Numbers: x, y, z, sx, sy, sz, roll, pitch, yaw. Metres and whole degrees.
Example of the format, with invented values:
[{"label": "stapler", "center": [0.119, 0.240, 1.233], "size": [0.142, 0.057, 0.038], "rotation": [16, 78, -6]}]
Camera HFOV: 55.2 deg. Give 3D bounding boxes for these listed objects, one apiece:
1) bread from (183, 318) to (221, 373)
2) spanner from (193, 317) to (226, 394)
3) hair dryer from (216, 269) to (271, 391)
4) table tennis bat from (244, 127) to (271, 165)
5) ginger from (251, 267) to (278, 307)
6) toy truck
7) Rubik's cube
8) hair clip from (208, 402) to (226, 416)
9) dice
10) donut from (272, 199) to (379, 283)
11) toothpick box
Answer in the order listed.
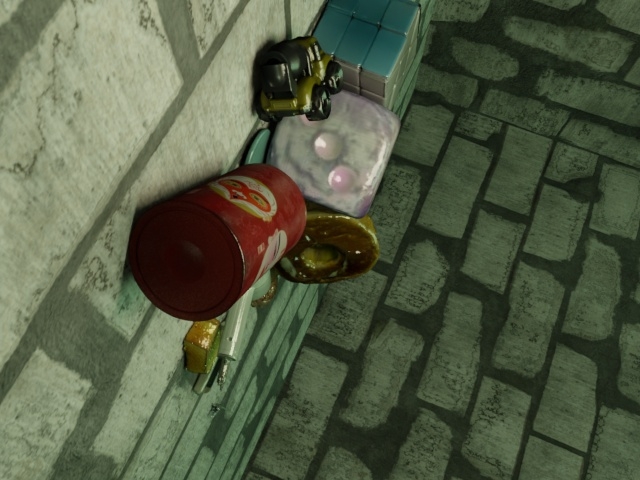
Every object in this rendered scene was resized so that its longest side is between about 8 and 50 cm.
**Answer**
[{"label": "bread", "center": [-0.284, 0.258, 1.495], "size": [0.187, 0.065, 0.103], "rotation": [104, 6, -46]}, {"label": "spanner", "center": [-0.265, 0.273, 1.699], "size": [0.095, 0.040, 0.325], "rotation": [58, 55, -78]}, {"label": "hair dryer", "center": [-0.205, 0.191, 1.490], "size": [0.173, 0.107, 0.357], "rotation": [91, 11, -64]}, {"label": "table tennis bat", "center": [-0.157, -0.153, 1.364], "size": [0.244, 0.040, 0.153], "rotation": [-65, 172, -47]}, {"label": "ginger", "center": [-0.133, 0.094, 1.897], "size": [0.084, 0.122, 0.290], "rotation": [55, 54, -41]}, {"label": "toy truck", "center": [-0.049, -0.350, 1.274], "size": [0.224, 0.147, 0.165], "rotation": [-64, 148, -45]}, {"label": "Rubik's cube", "center": [0.110, -0.486, 1.570], "size": [0.221, 0.224, 0.231], "rotation": [70, 43, -75]}, {"label": "hair clip", "center": [-0.334, 0.547, 1.982], "size": [0.039, 0.030, 0.115], "rotation": [-48, 167, -5]}, {"label": "dice", "center": [0.031, -0.218, 1.507], "size": [0.270, 0.271, 0.270], "rotation": [-22, 133, -85]}, {"label": "donut", "center": [0.000, 0.000, 1.756], "size": [0.160, 0.330, 0.330], "rotation": [-93, -167, -48]}, {"label": "toothpick box", "center": [-0.166, -0.012, 1.100], "size": [0.333, 0.204, 0.204], "rotation": [-46, 156, -66]}]
